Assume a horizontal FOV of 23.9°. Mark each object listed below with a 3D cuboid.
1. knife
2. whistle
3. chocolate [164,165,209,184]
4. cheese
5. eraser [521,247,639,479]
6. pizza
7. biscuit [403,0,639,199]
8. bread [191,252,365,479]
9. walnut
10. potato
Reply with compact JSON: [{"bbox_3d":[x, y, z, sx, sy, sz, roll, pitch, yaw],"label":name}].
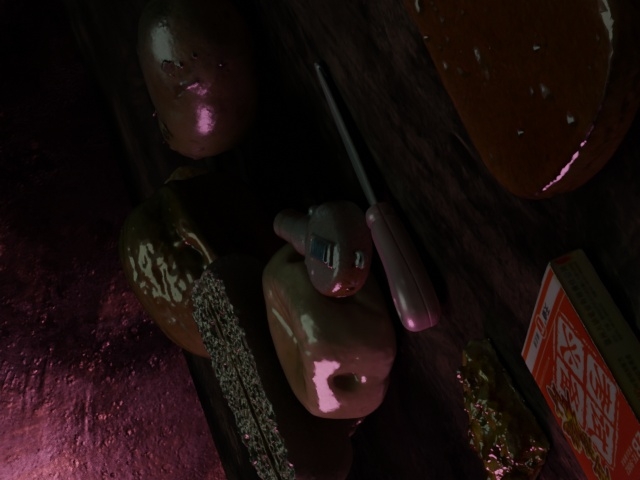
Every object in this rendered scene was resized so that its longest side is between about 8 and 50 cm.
[{"bbox_3d":[0.058,-0.050,1.622,0.081,0.043,0.336,75,175,-62],"label":"knife"},{"bbox_3d":[0.000,0.000,1.702,0.220,0.057,0.107,-151,64,-64],"label":"whistle"},{"bbox_3d":[-0.173,0.028,2.414,0.134,0.134,0.309,116,132,-72],"label":"chocolate"},{"bbox_3d":[0.011,0.102,1.811,0.218,0.117,0.235,154,99,-75],"label":"cheese"},{"bbox_3d":[0.230,0.140,1.168,0.157,0.038,0.230,93,154,-58],"label":"eraser"},{"bbox_3d":[0.170,0.180,1.444,0.134,0.046,0.175,-179,70,-76],"label":"pizza"},{"bbox_3d":[0.139,-0.174,1.059,0.262,0.052,0.277,107,142,-61],"label":"biscuit"},{"bbox_3d":[-0.035,0.167,1.952,0.337,0.183,0.102,67,148,19],"label":"bread"},{"bbox_3d":[-0.155,0.039,2.149,0.283,0.227,0.283,60,177,5],"label":"walnut"},{"bbox_3d":[-0.154,-0.216,1.950,0.262,0.165,0.165,83,162,-54],"label":"potato"}]
